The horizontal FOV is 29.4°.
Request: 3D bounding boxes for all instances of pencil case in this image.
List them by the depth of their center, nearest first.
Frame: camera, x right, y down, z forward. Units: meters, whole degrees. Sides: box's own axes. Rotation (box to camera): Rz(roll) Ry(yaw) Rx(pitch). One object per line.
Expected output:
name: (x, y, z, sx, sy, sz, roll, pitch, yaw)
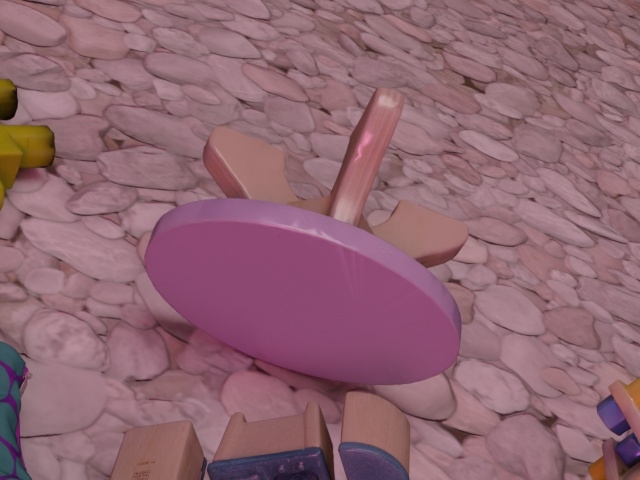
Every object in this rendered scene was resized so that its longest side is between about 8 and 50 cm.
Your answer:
pencil case: (-0.231, 0.133, 0.840, 0.070, 0.064, 0.151, -4, 39, -15)

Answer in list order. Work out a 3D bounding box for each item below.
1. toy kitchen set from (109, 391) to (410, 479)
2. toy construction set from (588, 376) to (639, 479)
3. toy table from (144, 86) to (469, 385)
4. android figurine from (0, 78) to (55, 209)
toy kitchen set: (-0.028, 0.218, 0.861, 0.207, 0.166, 0.122, -11, 28, 12)
toy construction set: (0.292, 0.271, 0.921, 0.215, 0.151, 0.327, 43, 34, -18)
toy table: (0.000, 0.000, 1.067, 0.274, 0.252, 0.161, 30, 44, -16)
android figurine: (-0.387, -0.105, 1.107, 0.273, 0.056, 0.248, -8, 44, -44)
